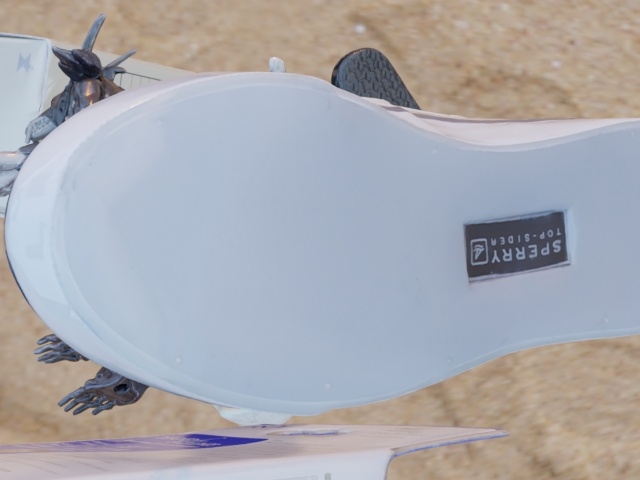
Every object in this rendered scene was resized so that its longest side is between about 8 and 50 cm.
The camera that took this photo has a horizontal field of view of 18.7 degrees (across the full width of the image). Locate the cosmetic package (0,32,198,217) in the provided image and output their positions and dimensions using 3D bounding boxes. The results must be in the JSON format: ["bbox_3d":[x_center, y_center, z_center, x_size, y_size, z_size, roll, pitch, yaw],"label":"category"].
[{"bbox_3d":[-0.169,-0.080,1.671,0.129,0.296,0.153,11,90,43],"label":"cosmetic package"}]

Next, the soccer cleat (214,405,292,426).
[{"bbox_3d":[-0.106,0.028,1.900,0.116,0.143,0.331,-27,81,15],"label":"soccer cleat"}]

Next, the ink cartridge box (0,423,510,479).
[{"bbox_3d":[-0.104,0.141,1.052,0.303,0.307,0.072,-9,81,64],"label":"ink cartridge box"}]

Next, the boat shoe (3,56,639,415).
[{"bbox_3d":[0.001,-0.009,0.828,0.156,0.367,0.136,1,96,48],"label":"boat shoe"}]

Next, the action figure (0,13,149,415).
[{"bbox_3d":[-0.177,-0.026,1.373,0.141,0.164,0.276,-14,57,10],"label":"action figure"}]

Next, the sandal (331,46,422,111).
[{"bbox_3d":[0.063,-0.061,1.436,0.179,0.067,0.040,59,152,-8],"label":"sandal"}]
